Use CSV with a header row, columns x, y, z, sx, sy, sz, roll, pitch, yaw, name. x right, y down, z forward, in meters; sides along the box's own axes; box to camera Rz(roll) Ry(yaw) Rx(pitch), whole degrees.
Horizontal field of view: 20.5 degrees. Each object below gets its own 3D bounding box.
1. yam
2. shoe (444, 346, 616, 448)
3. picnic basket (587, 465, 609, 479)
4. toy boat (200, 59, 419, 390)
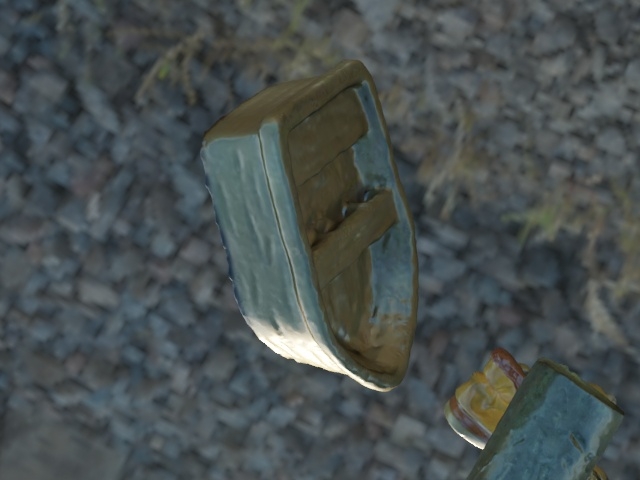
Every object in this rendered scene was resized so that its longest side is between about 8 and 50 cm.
x,y,z,sx,sy,sz,roll,pitch,yaw,name
0.114,0.154,1.052,0.068,0.169,0.068,29,-175,-3,yam
0.140,0.115,1.158,0.109,0.072,0.069,28,114,-2,shoe
0.222,0.287,1.854,0.115,0.164,0.079,37,174,46,picnic basket
0.000,0.000,1.011,0.061,0.116,0.188,-2,113,33,toy boat
